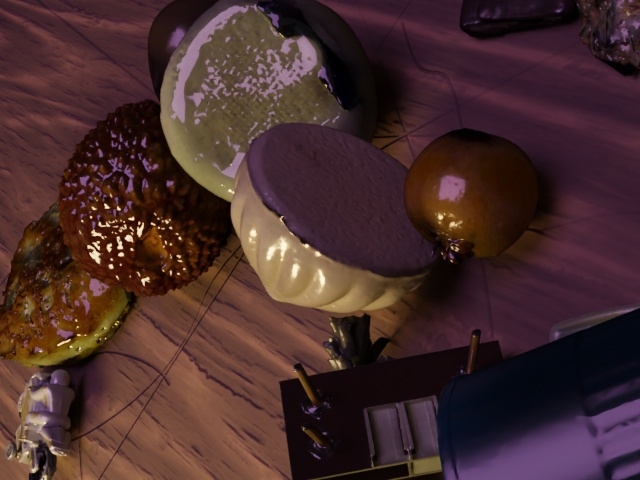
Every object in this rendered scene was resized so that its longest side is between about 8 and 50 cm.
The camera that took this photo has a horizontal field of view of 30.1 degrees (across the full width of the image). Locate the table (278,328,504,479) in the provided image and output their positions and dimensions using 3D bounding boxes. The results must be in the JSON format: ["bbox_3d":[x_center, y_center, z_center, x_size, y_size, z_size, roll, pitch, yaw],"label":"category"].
[{"bbox_3d":[0.079,0.168,1.222,0.240,0.111,0.121,-11,54,0],"label":"table"}]

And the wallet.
[{"bbox_3d":[0.256,-0.363,1.449,0.182,0.049,0.229,2,74,46],"label":"wallet"}]

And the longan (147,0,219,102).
[{"bbox_3d":[-0.158,-0.267,1.737,0.196,0.220,0.196,-3,64,7],"label":"longan"}]

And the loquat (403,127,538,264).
[{"bbox_3d":[0.165,-0.051,1.316,0.163,0.137,0.163,-9,57,13],"label":"loquat"}]

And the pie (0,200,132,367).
[{"bbox_3d":[-0.399,0.054,1.922,0.355,0.103,0.288,-37,46,24],"label":"pie"}]

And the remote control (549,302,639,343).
[{"bbox_3d":[0.279,0.203,1.134,0.123,0.038,0.285,-18,58,41],"label":"remote control"}]

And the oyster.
[{"bbox_3d":[0.352,-0.308,1.284,0.198,0.092,0.259,3,76,53],"label":"oyster"}]

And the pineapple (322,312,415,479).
[{"bbox_3d":[0.043,0.205,1.339,0.128,0.128,0.248,-26,50,38],"label":"pineapple"}]

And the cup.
[{"bbox_3d":[0.284,0.196,0.949,0.292,0.242,0.308,-28,52,22],"label":"cup"}]

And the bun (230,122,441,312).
[{"bbox_3d":[0.000,0.000,1.401,0.175,0.263,0.263,-58,37,35],"label":"bun"}]

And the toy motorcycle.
[{"bbox_3d":[-0.430,0.276,1.865,0.151,0.074,0.228,-58,30,17],"label":"toy motorcycle"}]

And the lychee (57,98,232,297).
[{"bbox_3d":[-0.248,-0.066,1.702,0.267,0.267,0.267,-25,54,39],"label":"lychee"}]

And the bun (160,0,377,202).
[{"bbox_3d":[-0.060,-0.180,1.587,0.293,0.187,0.293,-1,88,14],"label":"bun"}]
